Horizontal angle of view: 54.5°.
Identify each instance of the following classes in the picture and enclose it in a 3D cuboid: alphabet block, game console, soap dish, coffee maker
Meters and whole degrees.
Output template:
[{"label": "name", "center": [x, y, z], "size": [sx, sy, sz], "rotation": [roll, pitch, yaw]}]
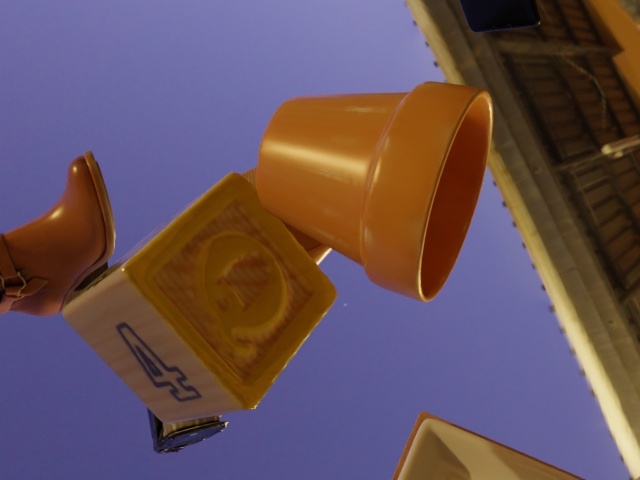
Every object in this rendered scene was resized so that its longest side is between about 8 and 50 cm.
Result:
[{"label": "alphabet block", "center": [-0.136, 0.072, 0.708], "size": [0.193, 0.197, 0.192], "rotation": [50, -132, -13]}, {"label": "game console", "center": [0.212, -0.309, 0.715], "size": [0.071, 0.122, 0.107], "rotation": [25, -89, -29]}, {"label": "soap dish", "center": [0.244, 0.422, 0.930], "size": [0.228, 0.291, 0.118], "rotation": [-61, -22, -27]}, {"label": "coffee maker", "center": [-0.234, 0.230, 0.976], "size": [0.120, 0.171, 0.178], "rotation": [11, -126, -51]}]

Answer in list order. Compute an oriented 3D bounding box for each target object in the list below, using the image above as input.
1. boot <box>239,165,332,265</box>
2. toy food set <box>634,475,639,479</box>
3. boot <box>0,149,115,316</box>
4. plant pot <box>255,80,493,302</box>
[{"label": "boot", "center": [0.000, -0.001, 0.954], "size": [0.104, 0.211, 0.294], "rotation": [-40, -66, -78]}, {"label": "toy food set", "center": [0.261, 0.191, 0.321], "size": [0.092, 0.306, 0.219], "rotation": [21, -153, -39]}, {"label": "boot", "center": [-0.404, 0.000, 0.855], "size": [0.220, 0.283, 0.109], "rotation": [-4, -130, -25]}, {"label": "plant pot", "center": [0.047, -0.064, 0.617], "size": [0.205, 0.188, 0.205], "rotation": [-48, -32, -45]}]
